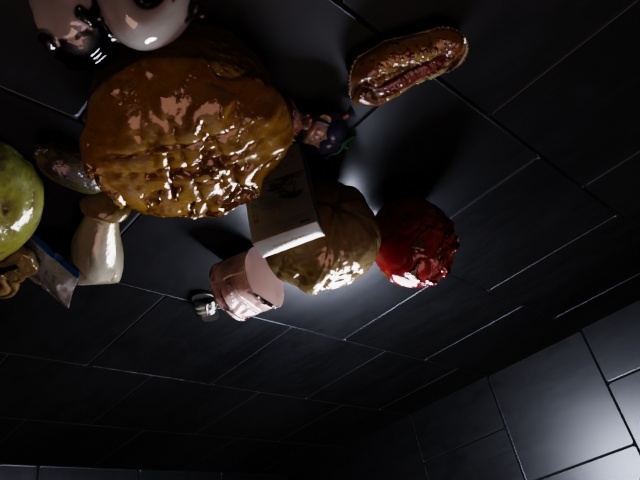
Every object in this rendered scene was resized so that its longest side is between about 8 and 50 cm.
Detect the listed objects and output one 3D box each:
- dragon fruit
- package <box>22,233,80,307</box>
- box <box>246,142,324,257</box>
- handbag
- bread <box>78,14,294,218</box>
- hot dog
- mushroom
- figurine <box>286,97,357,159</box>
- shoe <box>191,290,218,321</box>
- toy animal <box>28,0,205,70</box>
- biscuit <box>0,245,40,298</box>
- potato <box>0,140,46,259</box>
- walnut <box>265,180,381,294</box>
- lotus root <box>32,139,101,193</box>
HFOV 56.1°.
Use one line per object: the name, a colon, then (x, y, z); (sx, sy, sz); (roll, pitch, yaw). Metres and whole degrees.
dragon fruit: (0.240, 0.003, 1.556); (0.241, 0.252, 0.241); (-35, 170, -7)
package: (-0.663, 0.070, 1.460); (0.171, 0.027, 0.173); (42, 131, 3)
box: (-0.088, -0.092, 1.321); (0.149, 0.233, 0.067); (-20, 145, 10)
handbag: (-0.198, 0.120, 1.647); (0.116, 0.179, 0.205); (-20, 145, 22)
bread: (-0.257, -0.206, 1.126); (0.397, 0.215, 0.398); (-9, 147, -6)
hot dog: (0.168, -0.348, 1.186); (0.252, 0.069, 0.131); (-22, 144, 10)
mushroom: (-0.527, 0.013, 1.432); (0.128, 0.128, 0.350); (5, 138, -24)
figurine: (-0.014, -0.240, 1.258); (0.194, 0.102, 0.111); (15, 149, -31)
shoe: (-0.347, 0.216, 1.839); (0.071, 0.049, 0.179); (-11, 146, -5)
toy animal: (-0.306, -0.369, 0.905); (0.235, 0.187, 0.165); (-15, 179, 10)
biscuit: (-0.809, 0.080, 1.454); (0.319, 0.047, 0.183); (-12, 140, 17)
potato: (-0.710, -0.049, 1.200); (0.280, 0.213, 0.330); (-27, 145, 20)
walnut: (0.000, -0.002, 1.467); (0.277, 0.252, 0.313); (-15, 155, -18)
lotus root: (-0.509, -0.148, 1.238); (0.089, 0.081, 0.179); (-28, 142, 24)
